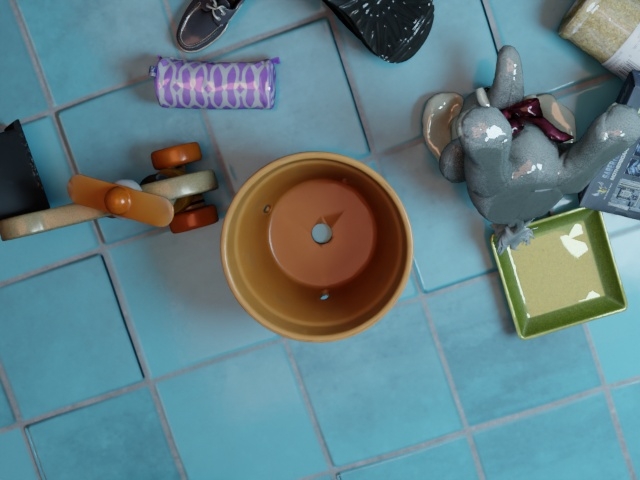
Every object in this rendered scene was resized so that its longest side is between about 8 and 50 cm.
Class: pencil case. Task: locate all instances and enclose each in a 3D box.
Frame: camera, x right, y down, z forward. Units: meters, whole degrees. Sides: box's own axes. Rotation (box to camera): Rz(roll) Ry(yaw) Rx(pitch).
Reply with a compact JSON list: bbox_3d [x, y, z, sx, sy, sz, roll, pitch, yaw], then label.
[{"bbox_3d":[-0.172,-0.259,1.517,0.206,0.086,0.088,3,70,1],"label":"pencil case"}]

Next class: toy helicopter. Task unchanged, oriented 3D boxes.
[{"bbox_3d":[-0.336,-0.052,1.458,0.355,0.235,0.140,-14,96,-1],"label":"toy helicopter"}]

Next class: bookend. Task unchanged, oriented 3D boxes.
[{"bbox_3d":[-0.551,-0.099,1.517,0.157,0.072,0.156,-23,98,-32],"label":"bookend"}]

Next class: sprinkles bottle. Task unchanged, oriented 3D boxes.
[{"bbox_3d":[0.551,-0.275,1.456,0.355,0.121,0.121,34,97,-2],"label":"sprinkles bottle"}]

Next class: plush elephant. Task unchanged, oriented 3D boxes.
[{"bbox_3d":[0.295,-0.169,1.425,0.271,0.330,0.255,-6,58,-7],"label":"plush elephant"}]

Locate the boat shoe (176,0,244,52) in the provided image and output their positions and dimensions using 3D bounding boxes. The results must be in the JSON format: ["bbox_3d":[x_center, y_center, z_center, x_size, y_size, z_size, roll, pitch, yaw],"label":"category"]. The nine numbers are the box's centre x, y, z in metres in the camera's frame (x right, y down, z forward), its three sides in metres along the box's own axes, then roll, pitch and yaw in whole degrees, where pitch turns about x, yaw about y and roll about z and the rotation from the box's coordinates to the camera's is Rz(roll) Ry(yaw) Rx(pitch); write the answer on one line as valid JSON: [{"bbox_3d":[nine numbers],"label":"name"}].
[{"bbox_3d":[-0.165,-0.392,1.505,0.075,0.065,0.206,44,97,-3],"label":"boat shoe"}]

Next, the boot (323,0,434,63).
[{"bbox_3d":[0.015,-0.436,1.449,0.131,0.348,0.260,-50,50,6],"label":"boot"}]

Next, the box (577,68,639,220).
[{"bbox_3d":[0.525,-0.135,1.430,0.183,0.059,0.233,12,129,0],"label":"box"}]

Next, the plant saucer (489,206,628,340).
[{"bbox_3d":[0.394,0.051,1.543,0.188,0.045,0.188,-17,95,5],"label":"plant saucer"}]

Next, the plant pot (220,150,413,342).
[{"bbox_3d":[0.000,0.000,1.477,0.290,0.203,0.291,0,97,4],"label":"plant pot"}]
